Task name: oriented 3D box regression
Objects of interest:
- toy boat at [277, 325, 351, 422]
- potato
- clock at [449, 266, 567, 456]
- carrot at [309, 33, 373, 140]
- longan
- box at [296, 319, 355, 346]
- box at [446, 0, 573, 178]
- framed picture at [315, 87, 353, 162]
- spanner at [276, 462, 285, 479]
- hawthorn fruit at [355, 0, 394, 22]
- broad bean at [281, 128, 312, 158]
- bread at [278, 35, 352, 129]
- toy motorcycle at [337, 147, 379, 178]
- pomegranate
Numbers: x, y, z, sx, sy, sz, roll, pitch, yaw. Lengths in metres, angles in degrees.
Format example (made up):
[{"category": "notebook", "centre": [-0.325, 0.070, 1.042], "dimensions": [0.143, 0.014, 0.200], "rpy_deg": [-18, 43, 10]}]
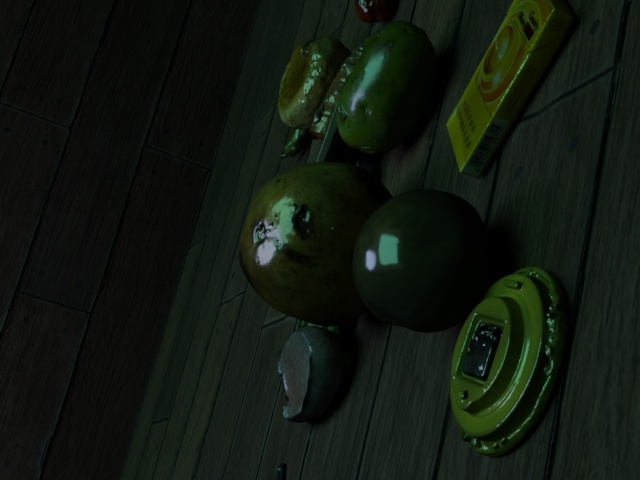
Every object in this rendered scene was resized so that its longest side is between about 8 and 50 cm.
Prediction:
[{"category": "toy boat", "centre": [-0.008, 0.233, 1.824], "dimensions": [0.227, 0.085, 0.155], "rpy_deg": [121, 147, -58]}, {"category": "potato", "centre": [0.119, -0.267, 1.846], "dimensions": [0.253, 0.148, 0.186], "rpy_deg": [-59, 2, 42]}, {"category": "clock", "centre": [0.207, 0.136, 1.235], "dimensions": [0.237, 0.057, 0.237], "rpy_deg": [-160, 90, -74]}, {"category": "carrot", "centre": [0.067, -0.326, 2.223], "dimensions": [0.263, 0.102, 0.102], "rpy_deg": [-66, 15, -3]}, {"category": "longan", "centre": [0.133, 0.026, 1.376], "dimensions": [0.212, 0.198, 0.198], "rpy_deg": [-104, 35, -81]}, {"category": "box", "centre": [0.007, 0.155, 1.927], "dimensions": [0.235, 0.034, 0.132], "rpy_deg": [135, 149, -58]}, {"category": "box", "centre": [0.265, -0.236, 1.494], "dimensions": [0.152, 0.043, 0.269], "rpy_deg": [-95, 28, -55]}, {"category": "framed picture", "centre": [0.017, -0.123, 2.054], "dimensions": [0.247, 0.022, 0.335], "rpy_deg": [0, -70, -78]}, {"category": "spanner", "centre": [-0.077, 0.489, 1.862], "dimensions": [0.208, 0.012, 0.046], "rpy_deg": [-87, 22, -46]}, {"category": "hawthorn fruit", "centre": [0.119, -0.505, 2.253], "dimensions": [0.093, 0.093, 0.093], "rpy_deg": [-161, 90, -74]}, {"category": "broad bean", "centre": [-0.037, -0.279, 2.567], "dimensions": [0.214, 0.048, 0.070], "rpy_deg": [-57, 20, 32]}, {"category": "bread", "centre": [-0.002, -0.361, 2.395], "dimensions": [0.244, 0.134, 0.244], "rpy_deg": [-55, 22, 35]}, {"category": "toy motorcycle", "centre": [0.075, -0.141, 1.967], "dimensions": [0.122, 0.080, 0.215], "rpy_deg": [172, 118, -74]}, {"category": "pomegranate", "centre": [0.000, 0.000, 1.731], "dimensions": [0.281, 0.281, 0.281], "rpy_deg": [-161, 90, -74]}]
